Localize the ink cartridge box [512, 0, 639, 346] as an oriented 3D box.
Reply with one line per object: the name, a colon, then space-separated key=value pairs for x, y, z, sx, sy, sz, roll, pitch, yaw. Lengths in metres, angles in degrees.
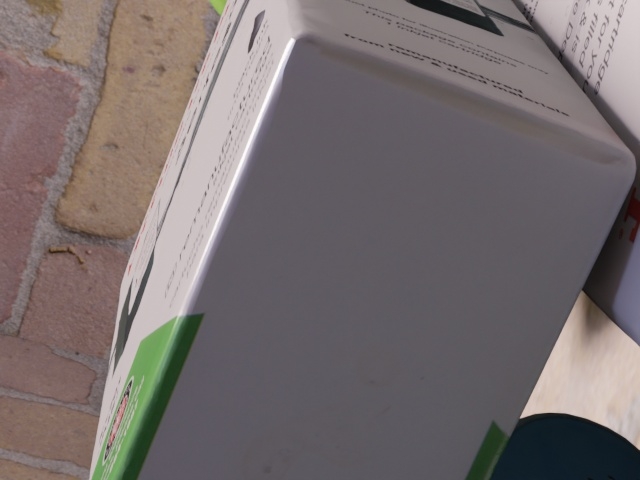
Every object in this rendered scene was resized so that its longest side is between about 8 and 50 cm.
ink cartridge box: x=0.133 y=-0.081 z=0.489 sx=0.273 sy=0.114 sz=0.197 roll=-111 pitch=37 yaw=-76

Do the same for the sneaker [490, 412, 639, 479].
sneaker: x=0.108 y=0.095 z=0.352 sx=0.319 sy=0.127 sz=0.208 roll=-107 pitch=31 yaw=-55

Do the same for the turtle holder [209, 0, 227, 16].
turtle holder: x=0.048 y=-0.154 z=0.724 sx=0.227 sy=0.243 sz=0.320 roll=24 pitch=90 yaw=63

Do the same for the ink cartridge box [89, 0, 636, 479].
ink cartridge box: x=0.000 y=0.000 z=0.494 sx=0.208 sy=0.087 sz=0.153 roll=-99 pitch=30 yaw=-71
